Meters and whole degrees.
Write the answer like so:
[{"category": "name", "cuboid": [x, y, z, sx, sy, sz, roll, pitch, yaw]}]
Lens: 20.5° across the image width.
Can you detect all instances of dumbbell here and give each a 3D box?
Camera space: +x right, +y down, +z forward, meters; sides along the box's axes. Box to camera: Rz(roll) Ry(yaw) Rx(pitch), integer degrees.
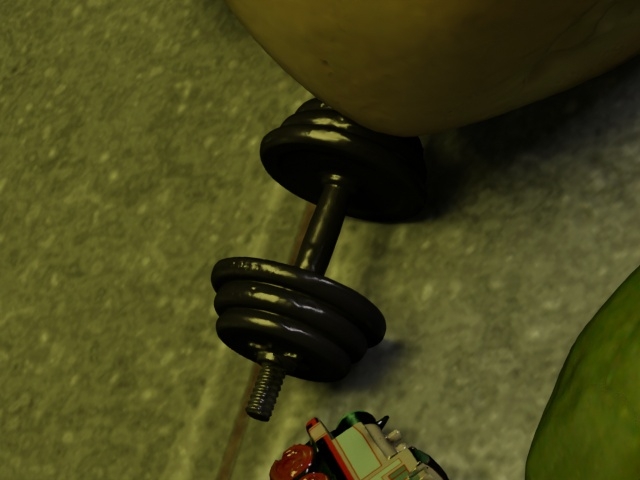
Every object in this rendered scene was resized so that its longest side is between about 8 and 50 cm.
[{"category": "dumbbell", "cuboid": [0.000, 0.000, 0.962, 0.099, 0.099, 0.208, 2, 64, 41]}]

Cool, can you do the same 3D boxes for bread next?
[{"category": "bread", "cuboid": [0.053, -0.271, 0.892, 0.348, 0.253, 0.376, -35, 72, 13]}]

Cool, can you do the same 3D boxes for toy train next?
[{"category": "toy train", "cuboid": [0.040, 0.152, 0.832, 0.085, 0.053, 0.250, -40, 28, -2]}]

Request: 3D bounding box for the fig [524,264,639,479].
[{"category": "fig", "cuboid": [0.156, 0.099, 0.720, 0.233, 0.167, 0.167, -44, 44, 18]}]
